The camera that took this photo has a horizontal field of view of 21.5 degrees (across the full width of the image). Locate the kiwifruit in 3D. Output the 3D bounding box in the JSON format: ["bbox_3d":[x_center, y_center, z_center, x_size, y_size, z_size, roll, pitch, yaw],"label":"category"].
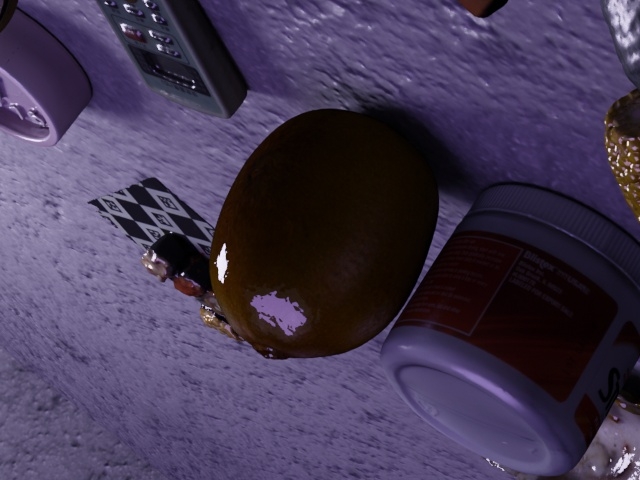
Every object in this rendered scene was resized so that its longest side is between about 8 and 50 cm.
[{"bbox_3d":[0.000,0.000,1.517,0.196,0.234,0.196,27,169,6],"label":"kiwifruit"}]

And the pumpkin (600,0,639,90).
[{"bbox_3d":[0.249,-0.139,0.870,0.211,0.211,0.152,36,-179,-5],"label":"pumpkin"}]

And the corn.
[{"bbox_3d":[0.285,-0.012,1.253,0.260,0.091,0.091,52,-166,-40],"label":"corn"}]

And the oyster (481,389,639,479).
[{"bbox_3d":[0.266,0.184,1.763,0.396,0.111,0.204,15,135,44],"label":"oyster"}]

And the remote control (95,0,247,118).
[{"bbox_3d":[-0.167,-0.222,1.551,0.123,0.038,0.285,22,157,32],"label":"remote control"}]

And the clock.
[{"bbox_3d":[-0.353,-0.191,1.870,0.197,0.068,0.197,30,160,12],"label":"clock"}]

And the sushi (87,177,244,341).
[{"bbox_3d":[-0.166,0.043,2.147,0.290,0.050,0.264,41,159,-18],"label":"sushi"}]

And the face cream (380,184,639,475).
[{"bbox_3d":[0.179,0.082,1.493,0.201,0.187,0.201,29,160,12],"label":"face cream"}]

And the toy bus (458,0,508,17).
[{"bbox_3d":[0.145,-0.247,0.931,0.092,0.093,0.409,41,160,3],"label":"toy bus"}]

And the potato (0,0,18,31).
[{"bbox_3d":[-0.370,-0.251,1.677,0.202,0.182,0.117,-10,173,23],"label":"potato"}]
